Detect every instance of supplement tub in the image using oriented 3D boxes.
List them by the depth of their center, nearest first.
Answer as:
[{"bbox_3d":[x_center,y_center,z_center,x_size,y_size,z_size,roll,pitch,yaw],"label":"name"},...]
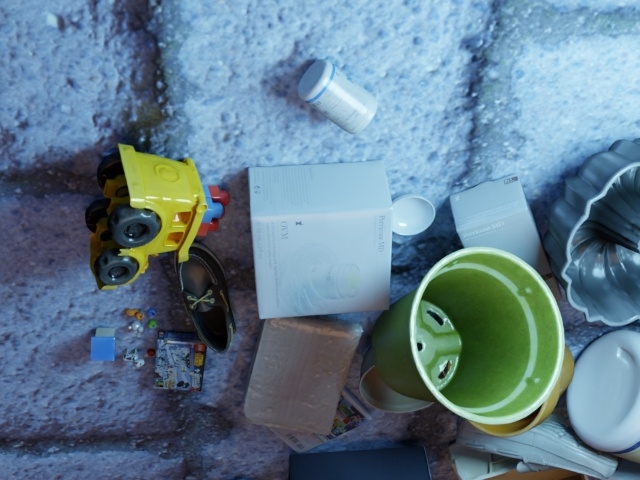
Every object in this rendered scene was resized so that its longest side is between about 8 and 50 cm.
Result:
[{"bbox_3d":[0.025,-0.215,1.434,0.107,0.071,0.071,32,120,-30],"label":"supplement tub"},{"bbox_3d":[0.668,0.327,1.851,0.324,0.235,0.235,22,125,-22],"label":"supplement tub"}]

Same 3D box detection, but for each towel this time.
[{"bbox_3d":[-0.039,0.249,1.817,0.187,0.049,0.282,11,122,-8],"label":"towel"}]

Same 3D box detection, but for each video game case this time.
[{"bbox_3d":[-0.025,0.340,1.933,0.183,0.023,0.201,-29,126,18],"label":"video game case"}]

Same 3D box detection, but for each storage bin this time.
[{"bbox_3d":[0.437,0.513,2.060,0.260,0.123,0.262,-19,130,10],"label":"storage bin"}]

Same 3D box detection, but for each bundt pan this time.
[{"bbox_3d":[0.506,-0.029,1.571,0.330,0.124,0.331,-11,124,-17],"label":"bundt pan"}]

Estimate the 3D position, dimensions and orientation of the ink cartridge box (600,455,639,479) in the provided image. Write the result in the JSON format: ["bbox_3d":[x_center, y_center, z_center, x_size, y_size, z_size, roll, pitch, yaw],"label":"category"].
[{"bbox_3d":[0.709,0.535,1.996,0.232,0.171,0.168,11,116,27],"label":"ink cartridge box"}]

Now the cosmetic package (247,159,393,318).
[{"bbox_3d":[0.000,0.000,1.572,0.224,0.138,0.224,-5,131,-3],"label":"cosmetic package"}]

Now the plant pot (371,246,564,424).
[{"bbox_3d":[0.214,0.168,1.591,0.276,0.276,0.254,17,163,-19],"label":"plant pot"}]

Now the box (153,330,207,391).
[{"bbox_3d":[-0.264,0.229,1.810,0.093,0.027,0.137,6,130,-9],"label":"box"}]

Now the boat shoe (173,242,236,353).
[{"bbox_3d":[-0.199,0.103,1.682,0.081,0.069,0.228,-13,130,5],"label":"boat shoe"}]

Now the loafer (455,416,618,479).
[{"bbox_3d":[0.422,0.411,1.900,0.319,0.112,0.112,17,100,25],"label":"loafer"}]

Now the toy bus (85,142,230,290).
[{"bbox_3d":[-0.256,-0.030,1.532,0.211,0.149,0.220,3,134,-29],"label":"toy bus"}]

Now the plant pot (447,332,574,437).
[{"bbox_3d":[0.369,0.241,1.765,0.188,0.205,0.205,-5,142,-49],"label":"plant pot"}]

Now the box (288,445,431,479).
[{"bbox_3d":[0.081,0.596,2.049,0.296,0.183,0.294,-2,135,-5],"label":"box"}]

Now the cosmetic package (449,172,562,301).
[{"bbox_3d":[0.318,0.013,1.638,0.127,0.107,0.238,-20,132,16],"label":"cosmetic package"}]

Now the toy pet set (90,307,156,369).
[{"bbox_3d":[-0.357,0.188,1.741,0.114,0.065,0.122,1,130,-7],"label":"toy pet set"}]

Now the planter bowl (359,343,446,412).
[{"bbox_3d":[0.149,0.230,1.798,0.162,0.109,0.162,-2,133,-2],"label":"planter bowl"}]

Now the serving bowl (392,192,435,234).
[{"bbox_3d":[0.150,-0.049,1.615,0.083,0.027,0.083,-3,130,-4],"label":"serving bowl"}]
